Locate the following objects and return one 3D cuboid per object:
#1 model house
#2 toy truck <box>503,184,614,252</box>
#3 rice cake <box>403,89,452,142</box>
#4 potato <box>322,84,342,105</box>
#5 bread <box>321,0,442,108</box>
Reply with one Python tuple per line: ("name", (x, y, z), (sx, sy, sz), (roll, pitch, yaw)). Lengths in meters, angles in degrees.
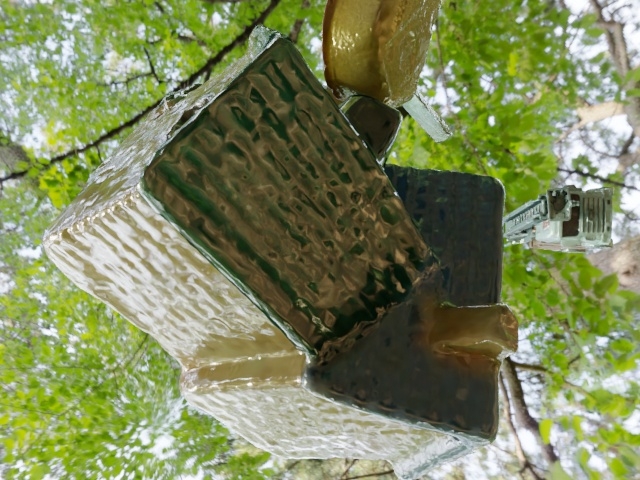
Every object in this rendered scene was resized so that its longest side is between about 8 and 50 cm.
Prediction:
("model house", (0.000, 0.000, 0.481), (0.382, 0.342, 0.334), (46, -135, -30))
("toy truck", (0.536, -0.043, 1.084), (0.184, 0.338, 0.133), (2, -94, 10))
("rice cake", (0.208, -0.276, 0.986), (0.211, 0.043, 0.034), (36, -134, -38))
("potato", (0.014, -0.213, 0.930), (0.154, 0.137, 0.200), (-41, -92, 8))
("bread", (0.058, -0.216, 0.483), (0.086, 0.156, 0.125), (27, -159, 30))
